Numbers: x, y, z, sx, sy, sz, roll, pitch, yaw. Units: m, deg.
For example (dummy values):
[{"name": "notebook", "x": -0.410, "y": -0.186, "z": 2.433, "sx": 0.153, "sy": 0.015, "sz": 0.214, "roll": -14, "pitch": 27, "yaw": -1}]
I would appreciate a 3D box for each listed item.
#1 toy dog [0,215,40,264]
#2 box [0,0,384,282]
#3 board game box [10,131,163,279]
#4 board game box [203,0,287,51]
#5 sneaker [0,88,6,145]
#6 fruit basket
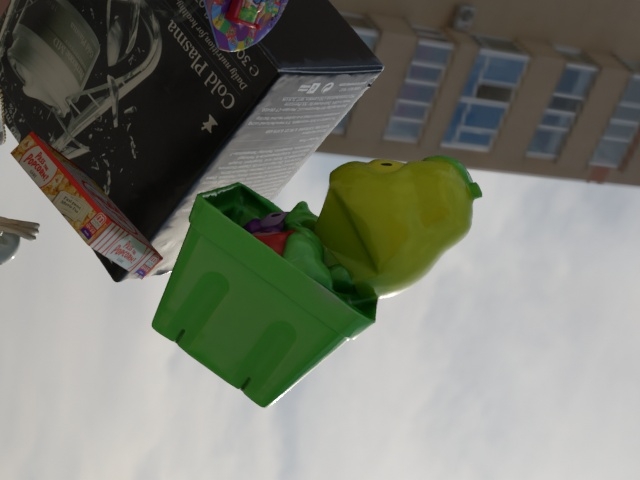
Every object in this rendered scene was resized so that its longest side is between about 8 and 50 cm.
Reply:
[{"name": "toy dog", "x": -0.562, "y": 0.025, "z": 1.479, "sx": 0.220, "sy": 0.333, "sz": 0.161, "roll": 7, "pitch": -93, "yaw": 59}, {"name": "box", "x": -0.244, "y": -0.275, "z": 1.765, "sx": 0.480, "sy": 0.297, "sz": 0.472, "roll": 52, "pitch": -57, "yaw": 17}, {"name": "board game box", "x": -0.308, "y": -0.044, "z": 1.448, "sx": 0.045, "sy": 0.147, "sz": 0.193, "roll": -45, "pitch": -117, "yaw": 0}, {"name": "board game box", "x": -0.079, "y": -0.302, "z": 1.318, "sx": 0.033, "sy": 0.133, "sz": 0.169, "roll": 30, "pitch": -29, "yaw": 32}, {"name": "sneaker", "x": -0.364, "y": -0.132, "z": 1.081, "sx": 0.069, "sy": 0.084, "sz": 0.185, "roll": 50, "pitch": -23, "yaw": 18}, {"name": "fruit basket", "x": 0.000, "y": 0.000, "z": 1.359, "sx": 0.392, "sy": 0.283, "sz": 0.392, "roll": -54, "pitch": 180, "yaw": 0}]
